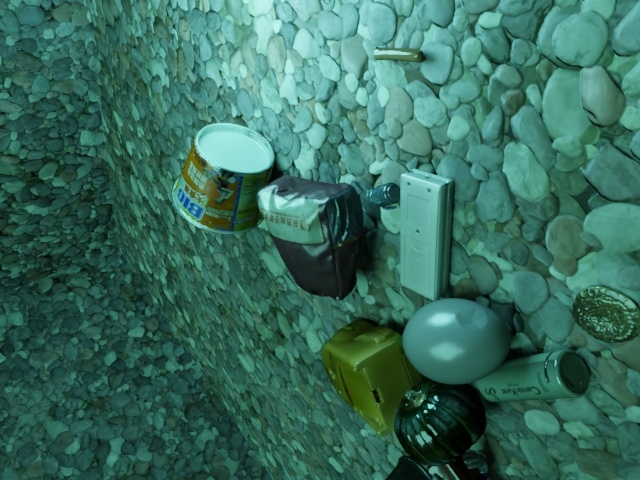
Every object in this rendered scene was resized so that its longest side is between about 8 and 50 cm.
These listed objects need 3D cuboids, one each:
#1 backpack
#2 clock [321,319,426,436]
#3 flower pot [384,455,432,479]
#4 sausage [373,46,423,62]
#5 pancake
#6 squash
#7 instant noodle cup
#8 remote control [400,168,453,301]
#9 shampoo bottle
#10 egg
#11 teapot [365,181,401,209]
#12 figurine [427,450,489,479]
[{"bbox_3d":[0.000,0.000,1.272,0.283,0.197,0.318,16,130,47],"label":"backpack"},{"bbox_3d":[0.125,0.348,1.364,0.317,0.200,0.244,2,111,63],"label":"clock"},{"bbox_3d":[0.260,0.750,1.518,0.157,0.106,0.158,34,137,40],"label":"flower pot"},{"bbox_3d":[0.150,-0.356,0.963,0.116,0.026,0.026,25,132,44],"label":"sausage"},{"bbox_3d":[0.483,0.128,0.850,0.115,0.011,0.115,34,137,38],"label":"pancake"},{"bbox_3d":[0.268,0.404,1.138,0.173,0.218,0.218,60,148,17],"label":"squash"},{"bbox_3d":[-0.271,-0.190,1.454,0.296,0.296,0.214,48,137,22],"label":"instant noodle cup"},{"bbox_3d":[0.226,-0.009,1.076,0.102,0.055,0.277,26,131,43],"label":"remote control"},{"bbox_3d":[0.399,0.278,1.008,0.085,0.085,0.262,60,148,5],"label":"shampoo bottle"},{"bbox_3d":[0.280,0.207,1.038,0.231,0.176,0.176,-20,96,55],"label":"egg"},{"bbox_3d":[0.149,-0.100,1.135,0.083,0.063,0.049,-9,74,59],"label":"teapot"},{"bbox_3d":[0.350,0.616,1.229,0.283,0.205,0.338,42,164,-14],"label":"figurine"}]
